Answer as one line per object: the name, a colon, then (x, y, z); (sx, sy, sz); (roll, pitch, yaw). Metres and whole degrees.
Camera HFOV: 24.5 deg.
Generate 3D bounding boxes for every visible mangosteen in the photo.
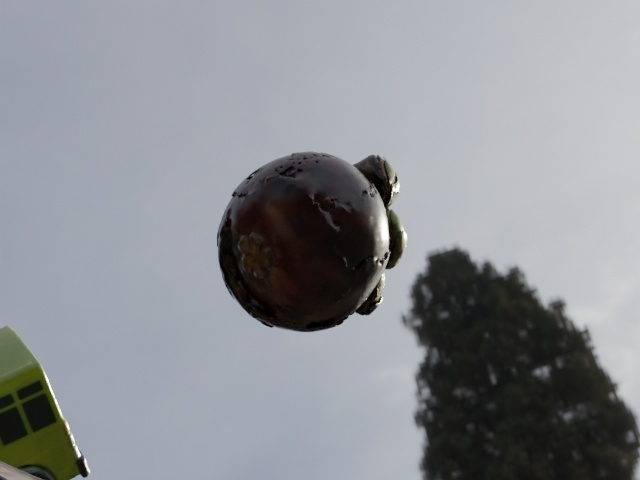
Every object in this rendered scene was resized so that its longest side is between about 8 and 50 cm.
mangosteen: (0.000, 0.000, 1.325); (0.180, 0.166, 0.166); (-10, -38, -37)

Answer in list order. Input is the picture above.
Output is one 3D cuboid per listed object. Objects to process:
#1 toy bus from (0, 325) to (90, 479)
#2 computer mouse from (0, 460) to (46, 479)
toy bus: (-0.355, 0.192, 1.292); (0.262, 0.128, 0.150); (-25, -64, -18)
computer mouse: (-0.310, 0.208, 1.041); (0.389, 0.115, 0.199); (28, -99, -17)
